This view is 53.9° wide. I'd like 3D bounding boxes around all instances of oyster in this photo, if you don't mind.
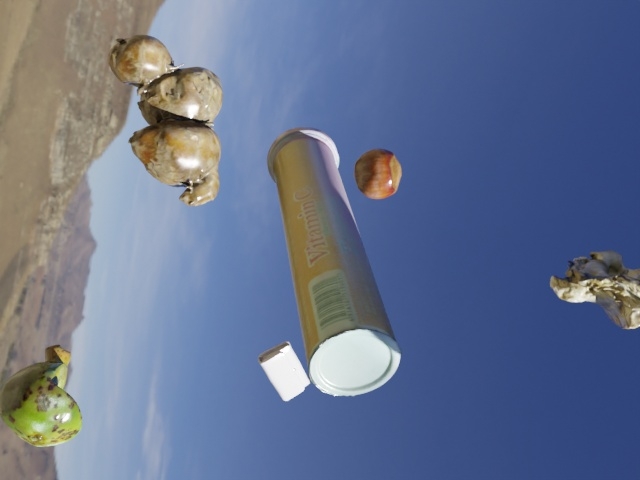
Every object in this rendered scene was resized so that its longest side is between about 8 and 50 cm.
[{"bbox_3d":[0.396,0.065,0.869,0.163,0.190,0.081,-104,-154,-67],"label":"oyster"}]

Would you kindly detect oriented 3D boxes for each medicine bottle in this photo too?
[{"bbox_3d":[0.000,0.000,0.772,0.426,0.108,0.108,-102,-149,-54],"label":"medicine bottle"}]

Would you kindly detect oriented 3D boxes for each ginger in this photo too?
[{"bbox_3d":[-0.313,-0.251,1.360,0.176,0.256,0.376,-21,-102,39],"label":"ginger"}]

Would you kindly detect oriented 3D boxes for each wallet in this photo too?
[{"bbox_3d":[-0.061,0.229,1.095,0.025,0.061,0.122,48,-15,47],"label":"wallet"}]

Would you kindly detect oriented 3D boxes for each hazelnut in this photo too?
[{"bbox_3d":[0.097,-0.112,1.071,0.086,0.086,0.086,-170,-90,-69],"label":"hazelnut"}]

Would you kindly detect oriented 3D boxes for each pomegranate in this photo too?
[{"bbox_3d":[-0.476,0.262,1.064,0.169,0.122,0.143,67,-28,28],"label":"pomegranate"}]
